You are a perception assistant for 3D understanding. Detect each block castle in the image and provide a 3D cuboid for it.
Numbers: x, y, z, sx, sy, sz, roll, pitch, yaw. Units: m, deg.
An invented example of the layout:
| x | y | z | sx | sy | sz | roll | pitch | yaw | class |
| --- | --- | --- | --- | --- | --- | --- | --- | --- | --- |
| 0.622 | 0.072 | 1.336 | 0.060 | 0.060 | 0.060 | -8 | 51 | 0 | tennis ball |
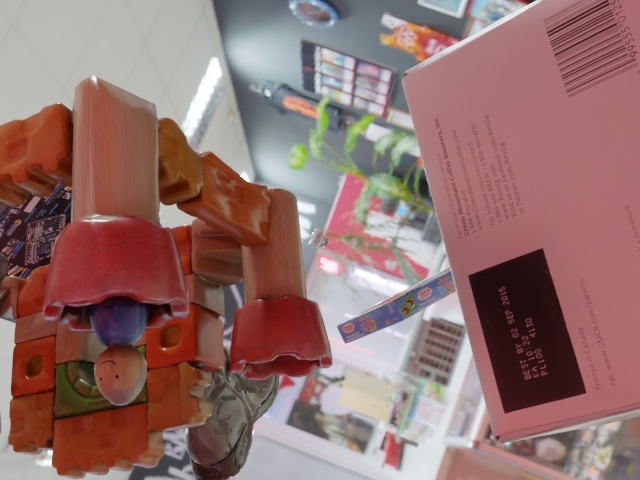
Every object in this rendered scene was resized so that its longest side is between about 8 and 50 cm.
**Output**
| x | y | z | sx | sy | sz | roll | pitch | yaw | class |
| --- | --- | --- | --- | --- | --- | --- | --- | --- | --- |
| -0.245 | 0.077 | 0.650 | 0.303 | 0.453 | 0.212 | 34 | -135 | -59 | block castle |

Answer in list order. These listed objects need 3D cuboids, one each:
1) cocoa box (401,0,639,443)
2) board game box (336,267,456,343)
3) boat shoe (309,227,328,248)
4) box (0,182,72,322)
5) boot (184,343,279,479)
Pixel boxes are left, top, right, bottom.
| x | y | z | sx | sy | sz | roll | pitch | yaw | class |
| --- | --- | --- | --- | --- | --- | --- | --- | --- | --- |
| 0.258 | -0.019 | 0.716 | 0.228 | 0.231 | 0.347 | 11 | -118 | -50 | cocoa box |
| 0.150 | 0.096 | 1.298 | 0.211 | 0.039 | 0.160 | -23 | -6 | -37 | board game box |
| 0.000 | 0.000 | 1.538 | 0.100 | 0.035 | 0.035 | 132 | 157 | -80 | boat shoe |
| -0.368 | 0.005 | 1.053 | 0.051 | 0.175 | 0.220 | 97 | -168 | -50 | box |
| -0.115 | 0.144 | 0.935 | 0.246 | 0.083 | 0.161 | -76 | -26 | -63 | boot |
